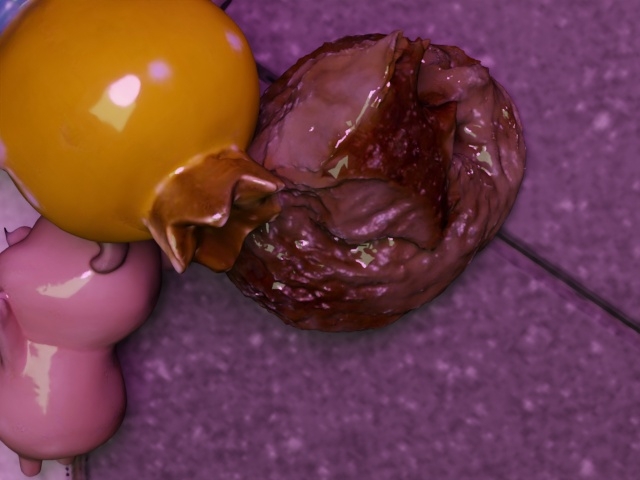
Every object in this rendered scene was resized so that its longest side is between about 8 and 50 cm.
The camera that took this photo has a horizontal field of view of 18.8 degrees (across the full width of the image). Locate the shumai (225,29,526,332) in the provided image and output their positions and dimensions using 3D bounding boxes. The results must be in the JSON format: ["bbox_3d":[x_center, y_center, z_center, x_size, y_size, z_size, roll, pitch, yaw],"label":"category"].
[{"bbox_3d":[0.017,-0.023,0.832,0.139,0.105,0.123,-29,95,15],"label":"shumai"}]

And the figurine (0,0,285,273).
[{"bbox_3d":[-0.123,-0.068,0.811,0.185,0.127,0.234,-39,87,29],"label":"figurine"}]

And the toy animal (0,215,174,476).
[{"bbox_3d":[-0.111,0.042,0.880,0.089,0.083,0.150,16,116,-9],"label":"toy animal"}]
